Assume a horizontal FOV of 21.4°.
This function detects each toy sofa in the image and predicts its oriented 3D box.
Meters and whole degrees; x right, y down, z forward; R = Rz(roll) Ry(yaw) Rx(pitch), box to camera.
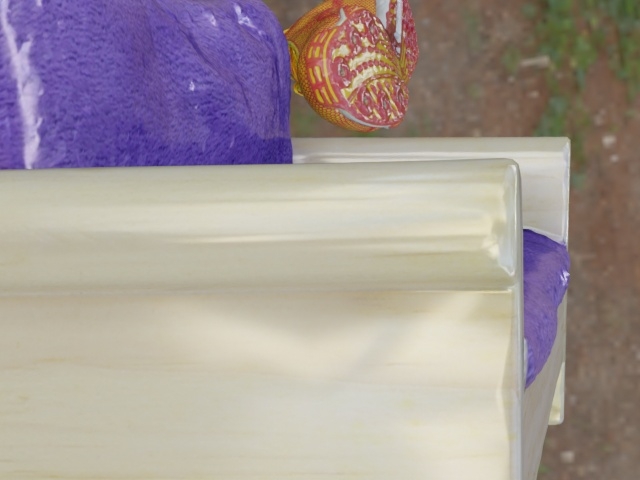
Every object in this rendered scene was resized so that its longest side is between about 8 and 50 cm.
[{"bbox_3d":[0.000,0.000,0.525,0.362,0.150,0.177,-22,112,-79],"label":"toy sofa"}]

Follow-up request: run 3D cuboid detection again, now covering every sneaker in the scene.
[{"bbox_3d":[0.008,-0.085,0.837,0.175,0.067,0.064,-56,131,-73],"label":"sneaker"}]
